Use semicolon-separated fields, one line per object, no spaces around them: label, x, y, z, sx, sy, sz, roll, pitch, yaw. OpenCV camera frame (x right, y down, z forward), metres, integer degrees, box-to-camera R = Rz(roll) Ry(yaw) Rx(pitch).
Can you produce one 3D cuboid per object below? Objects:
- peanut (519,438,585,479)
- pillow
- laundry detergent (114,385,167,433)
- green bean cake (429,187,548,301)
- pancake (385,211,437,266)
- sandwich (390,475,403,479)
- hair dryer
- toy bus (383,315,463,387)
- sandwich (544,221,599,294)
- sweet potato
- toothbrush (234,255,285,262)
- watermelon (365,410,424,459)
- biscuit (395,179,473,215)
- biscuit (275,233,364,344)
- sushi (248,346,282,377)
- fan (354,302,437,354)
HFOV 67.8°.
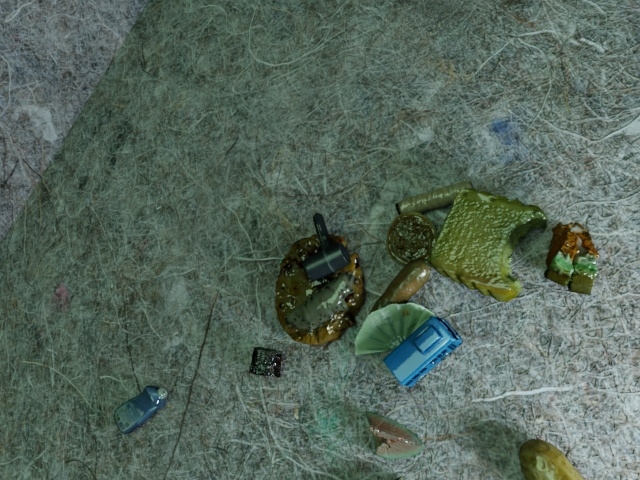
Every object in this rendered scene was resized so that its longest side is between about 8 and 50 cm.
peanut;0.502;0.522;0.986;0.108;0.095;0.226;-50;60;22
pillow;0.007;0.183;1.303;0.241;0.051;0.093;-37;59;13
laundry detergent;-0.584;0.545;1.567;0.206;0.061;0.096;-37;58;12
green bean cake;0.420;0.012;1.186;0.233;0.124;0.236;23;84;33
pancake;0.251;-0.001;1.322;0.158;0.028;0.158;-1;89;25
sandwich;0.134;0.718;1.128;0.245;0.063;0.212;-36;62;14
hair dryer;0.000;0.000;1.360;0.124;0.071;0.219;-24;57;15
toy bus;0.257;0.276;1.192;0.185;0.106;0.090;-44;56;8
sandwich;0.570;0.032;1.068;0.109;0.185;0.159;13;82;23
sweet potato;0.200;0.153;1.285;0.273;0.075;0.075;-50;58;9
toothbrush;-0.196;0.062;1.557;0.204;0.017;0.022;2;55;28
watermelon;0.179;0.499;1.182;0.155;0.080;0.101;7;85;14
biscuit;0.314;-0.112;1.322;0.219;0.061;0.055;-18;110;23
biscuit;-0.012;0.136;1.399;0.289;0.081;0.334;-5;72;27
sushi;-0.159;0.358;1.400;0.094;0.098;0.084;5;79;10
fan;0.190;0.236;1.258;0.240;0.009;0.131;-26;93;9
